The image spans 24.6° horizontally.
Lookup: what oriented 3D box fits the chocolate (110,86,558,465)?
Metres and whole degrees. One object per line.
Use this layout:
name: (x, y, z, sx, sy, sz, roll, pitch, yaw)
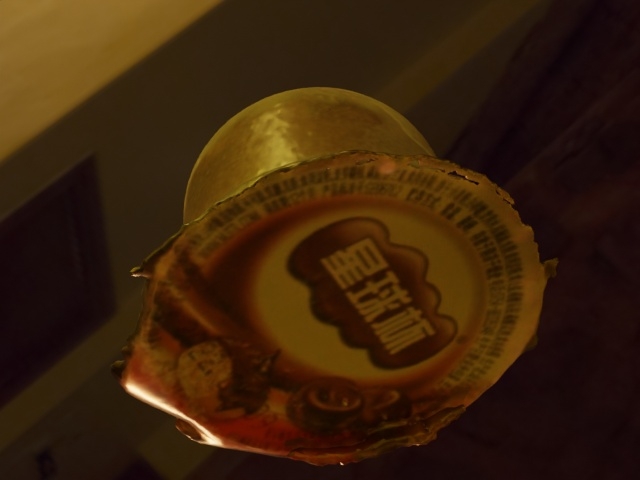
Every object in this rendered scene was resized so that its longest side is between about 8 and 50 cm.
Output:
chocolate: (-0.005, 0.004, 0.746, 0.147, 0.221, 0.221, -112, -178, -52)
